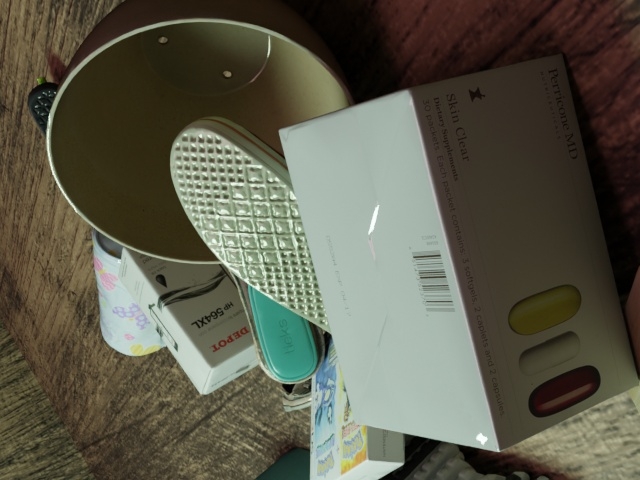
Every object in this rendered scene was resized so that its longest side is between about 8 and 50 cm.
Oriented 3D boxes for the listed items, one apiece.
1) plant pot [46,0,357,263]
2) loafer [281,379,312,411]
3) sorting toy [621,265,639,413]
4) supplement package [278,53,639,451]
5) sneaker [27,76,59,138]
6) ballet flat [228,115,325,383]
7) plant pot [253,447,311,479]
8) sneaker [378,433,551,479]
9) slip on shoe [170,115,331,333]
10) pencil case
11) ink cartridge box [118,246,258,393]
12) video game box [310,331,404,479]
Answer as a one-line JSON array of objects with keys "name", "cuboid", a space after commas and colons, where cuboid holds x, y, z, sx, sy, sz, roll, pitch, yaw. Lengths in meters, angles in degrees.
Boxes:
[{"name": "plant pot", "cuboid": [-0.108, -0.143, 1.010, 0.191, 0.284, 0.284, -96, 4, -46]}, {"name": "loafer", "cuboid": [-0.027, 0.203, 1.394, 0.039, 0.045, 0.125, 66, 156, 5]}, {"name": "sorting toy", "cuboid": [0.266, 0.093, 0.743, 0.274, 0.046, 0.132, 83, 169, -54]}, {"name": "supplement package", "cuboid": [0.103, 0.009, 0.827, 0.204, 0.145, 0.261, -5, 101, 61]}, {"name": "sneaker", "cuboid": [-0.390, -0.152, 1.665, 0.097, 0.084, 0.234, -126, 16, -74]}, {"name": "ballet flat", "cuboid": [-0.063, 0.008, 1.197, 0.106, 0.108, 0.316, -82, -16, -77]}, {"name": "plant pot", "cuboid": [-0.056, 0.488, 1.504, 0.293, 0.235, 0.293, 40, 147, 34]}, {"name": "sneaker", "cuboid": [0.148, 0.290, 1.119, 0.292, 0.110, 0.118, 17, 139, 54]}, {"name": "slip on shoe", "cuboid": [0.000, 0.000, 0.965, 0.331, 0.101, 0.123, 37, 127, -19]}, {"name": "pencil case", "cuboid": [-0.293, 0.069, 1.645, 0.124, 0.113, 0.273, 36, 145, 22]}, {"name": "ink cartridge box", "cuboid": [-0.144, 0.073, 1.353, 0.203, 0.148, 0.086, 51, 149, 17]}, {"name": "video game box", "cuboid": [0.036, 0.174, 1.148, 0.205, 0.048, 0.187, 126, 147, -60]}]
